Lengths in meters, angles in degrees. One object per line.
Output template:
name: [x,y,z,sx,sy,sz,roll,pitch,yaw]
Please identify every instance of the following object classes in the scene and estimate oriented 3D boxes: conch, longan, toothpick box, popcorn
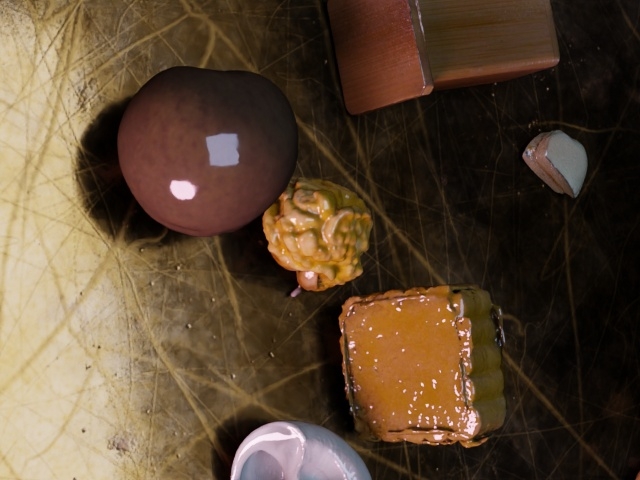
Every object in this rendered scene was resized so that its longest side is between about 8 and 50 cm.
conch: [-0.026,0.345,1.666,0.185,0.121,0.221,-30,96,-13]
longan: [-0.146,-0.128,1.599,0.248,0.248,0.248,3,83,-28]
toothpick box: [0.199,-0.313,1.834,0.308,0.190,0.187,-12,90,-34]
popcorn: [0.007,-0.016,1.700,0.163,0.140,0.194,-66,146,-25]

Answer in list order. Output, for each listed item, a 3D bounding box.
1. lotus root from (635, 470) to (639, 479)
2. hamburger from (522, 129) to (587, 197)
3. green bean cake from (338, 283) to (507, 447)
lotus root: [0.582,0.393,2.025,0.152,0.063,0.072,-23,133,-32]
hamburger: [0.401,-0.136,1.992,0.121,0.054,0.084,44,62,-20]
green bean cake: [0.150,0.178,1.719,0.131,0.224,0.229,-6,89,-56]
